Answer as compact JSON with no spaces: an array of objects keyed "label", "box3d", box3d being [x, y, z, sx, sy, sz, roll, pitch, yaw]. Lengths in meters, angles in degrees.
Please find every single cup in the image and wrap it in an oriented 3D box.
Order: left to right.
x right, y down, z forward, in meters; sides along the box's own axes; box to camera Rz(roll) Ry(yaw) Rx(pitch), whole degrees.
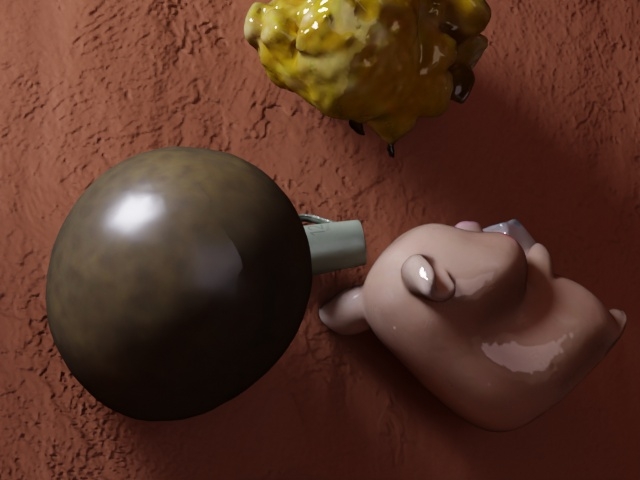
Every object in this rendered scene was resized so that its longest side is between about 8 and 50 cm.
[{"label":"cup","box3d":[0.001,0.006,1.773,0.083,0.075,0.054,-9,109,-9]}]

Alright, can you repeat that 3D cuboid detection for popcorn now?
[{"label":"popcorn","box3d":[0.050,-0.216,1.783,0.253,0.190,0.191,29,99,-31]}]

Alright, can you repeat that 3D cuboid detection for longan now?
[{"label":"longan","box3d":[-0.136,0.036,1.604,0.258,0.258,0.258,5,78,-26]}]

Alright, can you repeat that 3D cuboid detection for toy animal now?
[{"label":"toy animal","box3d":[0.175,0.075,1.778,0.256,0.195,0.213,43,57,-11]}]
